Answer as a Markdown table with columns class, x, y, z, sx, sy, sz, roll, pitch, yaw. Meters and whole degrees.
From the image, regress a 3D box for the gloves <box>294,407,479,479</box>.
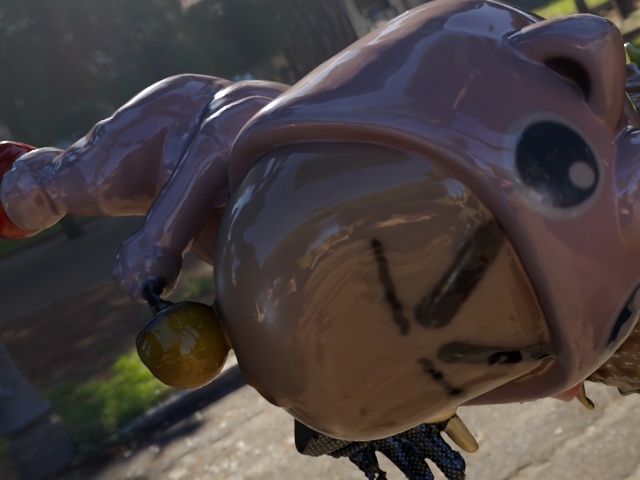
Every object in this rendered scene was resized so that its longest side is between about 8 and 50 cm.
| class | x | y | z | sx | sy | sz | roll | pitch | yaw |
| --- | --- | --- | --- | --- | --- | --- | --- | --- | --- |
| gloves | 0.075 | 0.188 | 1.178 | 0.181 | 0.129 | 0.106 | 14 | 21 | -21 |

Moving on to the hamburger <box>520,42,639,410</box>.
| class | x | y | z | sx | sy | sz | roll | pitch | yaw |
| --- | --- | --- | --- | --- | --- | --- | --- | --- | --- |
| hamburger | 0.169 | -0.009 | 0.836 | 0.212 | 0.274 | 0.274 | -3 | 10 | -1 |

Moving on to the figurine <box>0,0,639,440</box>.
| class | x | y | z | sx | sy | sz | roll | pitch | yaw |
| --- | --- | --- | --- | --- | --- | --- | --- | --- | --- |
| figurine | 0.000 | 0.000 | 0.461 | 0.288 | 0.176 | 0.186 | 8 | 55 | 32 |
